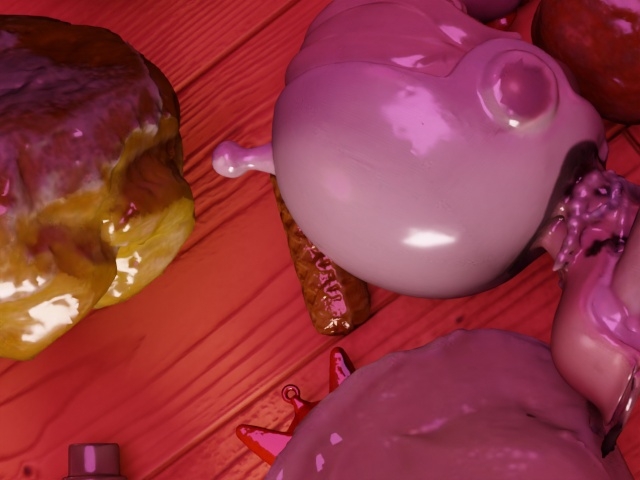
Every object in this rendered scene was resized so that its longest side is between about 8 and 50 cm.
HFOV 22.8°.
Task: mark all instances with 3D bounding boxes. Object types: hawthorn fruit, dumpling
[{"bbox_3d":[0.244,-0.148,1.194,0.149,0.149,0.189,-37,101,6],"label":"hawthorn fruit"},{"bbox_3d":[0.091,0.247,1.115,0.315,0.233,0.395,9,73,-13],"label":"dumpling"}]

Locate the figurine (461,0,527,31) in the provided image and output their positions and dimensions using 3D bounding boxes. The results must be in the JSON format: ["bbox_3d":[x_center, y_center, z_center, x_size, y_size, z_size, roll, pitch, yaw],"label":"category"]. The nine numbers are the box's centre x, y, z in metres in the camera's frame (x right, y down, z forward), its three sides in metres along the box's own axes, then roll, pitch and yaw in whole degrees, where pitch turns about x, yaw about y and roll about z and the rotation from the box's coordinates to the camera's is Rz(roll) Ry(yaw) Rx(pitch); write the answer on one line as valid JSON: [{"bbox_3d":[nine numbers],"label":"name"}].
[{"bbox_3d":[0.134,-0.207,1.256,0.071,0.067,0.083,38,76,-6],"label":"figurine"}]

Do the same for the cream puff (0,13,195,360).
[{"bbox_3d":[-0.275,-0.014,1.207,0.378,0.378,0.276,8,117,13],"label":"cream puff"}]

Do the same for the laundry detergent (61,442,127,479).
[{"bbox_3d":[-0.139,0.279,1.258,0.171,0.076,0.237,-3,81,11],"label":"laundry detergent"}]

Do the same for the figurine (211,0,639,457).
[{"bbox_3d":[0.121,-0.039,1.128,0.361,0.253,0.211,37,56,17],"label":"figurine"}]

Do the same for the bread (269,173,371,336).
[{"bbox_3d":[0.000,0.000,1.272,0.052,0.044,0.157,-17,81,4],"label":"bread"}]

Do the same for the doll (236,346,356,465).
[{"bbox_3d":[0.024,0.180,1.239,0.109,0.057,0.169,-39,79,4],"label":"doll"}]
